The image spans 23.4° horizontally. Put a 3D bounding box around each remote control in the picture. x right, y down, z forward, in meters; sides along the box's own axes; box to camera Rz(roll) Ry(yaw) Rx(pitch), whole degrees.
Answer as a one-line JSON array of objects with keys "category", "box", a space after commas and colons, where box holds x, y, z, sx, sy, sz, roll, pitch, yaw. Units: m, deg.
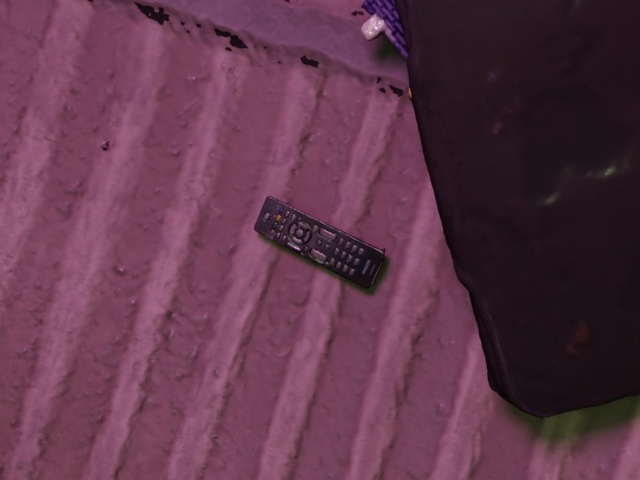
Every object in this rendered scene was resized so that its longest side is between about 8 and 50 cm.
[{"category": "remote control", "box": [0.000, 0.000, 1.053, 0.091, 0.016, 0.034, 27, 112, 8]}]

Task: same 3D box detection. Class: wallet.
[{"category": "wallet", "box": [0.161, -0.064, 0.945, 0.197, 0.051, 0.378, -15, 110, 5]}]

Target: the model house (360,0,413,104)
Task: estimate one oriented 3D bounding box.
[{"category": "model house", "box": [0.080, -0.141, 0.997, 0.100, 0.088, 0.101, -38, 87, 7]}]
